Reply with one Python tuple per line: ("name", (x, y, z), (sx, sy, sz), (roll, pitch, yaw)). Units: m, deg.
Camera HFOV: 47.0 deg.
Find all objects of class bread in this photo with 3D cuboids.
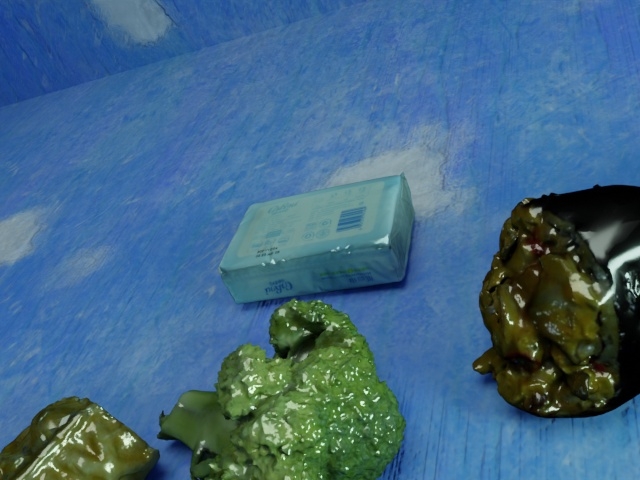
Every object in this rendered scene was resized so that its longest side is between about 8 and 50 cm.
("bread", (-0.323, 0.299, 0.822), (0.152, 0.129, 0.267), (19, 52, 36))

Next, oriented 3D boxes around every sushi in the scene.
("sushi", (0.258, 0.056, 0.745), (0.204, 0.213, 0.200), (-15, 8, -10))

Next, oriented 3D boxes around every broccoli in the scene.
("broccoli", (-0.055, 0.162, 0.786), (0.254, 0.186, 0.302), (-45, 43, -14))

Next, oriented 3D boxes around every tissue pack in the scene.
("tissue pack", (0.000, 0.000, 1.073), (0.263, 0.089, 0.177), (-12, 33, 23))
